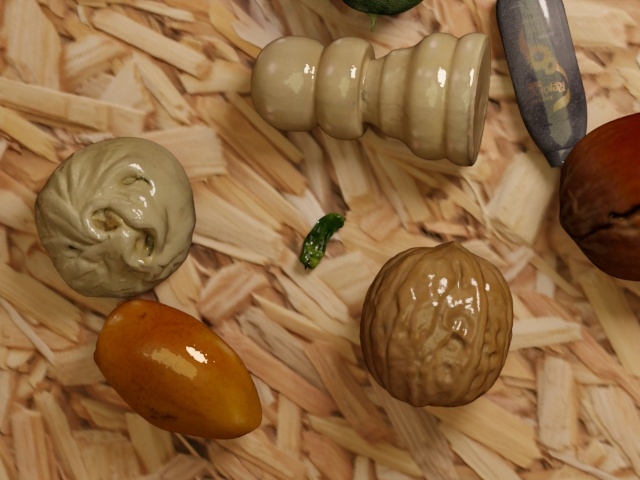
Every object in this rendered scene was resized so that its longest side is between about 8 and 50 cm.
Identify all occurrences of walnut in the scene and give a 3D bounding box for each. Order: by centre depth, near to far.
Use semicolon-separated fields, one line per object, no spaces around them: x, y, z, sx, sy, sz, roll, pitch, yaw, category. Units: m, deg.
0.148;0.104;1.540;0.213;0.213;0.213;1;95;9;walnut

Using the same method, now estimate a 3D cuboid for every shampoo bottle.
0.286;-0.210;1.553;0.087;0.049;0.234;-13;93;12;shampoo bottle

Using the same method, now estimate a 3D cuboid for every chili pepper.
0.000;-0.001;1.633;0.030;0.034;0.091;29;100;-28;chili pepper

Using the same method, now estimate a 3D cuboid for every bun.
-0.275;-0.027;1.620;0.231;0.133;0.231;1;95;7;bun

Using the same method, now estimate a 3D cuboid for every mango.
-0.188;0.179;1.628;0.252;0.126;0.154;35;111;3;mango

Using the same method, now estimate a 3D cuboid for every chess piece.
0.057;-0.192;1.544;0.299;0.167;0.167;7;96;12;chess piece

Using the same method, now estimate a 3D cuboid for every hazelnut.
0.398;-0.050;1.488;0.181;0.181;0.212;-24;102;-12;hazelnut

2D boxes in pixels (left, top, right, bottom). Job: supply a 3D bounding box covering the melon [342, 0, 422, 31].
0.084;-0.401;1.501;0.182;0.182;0.288;6;95;8;melon
